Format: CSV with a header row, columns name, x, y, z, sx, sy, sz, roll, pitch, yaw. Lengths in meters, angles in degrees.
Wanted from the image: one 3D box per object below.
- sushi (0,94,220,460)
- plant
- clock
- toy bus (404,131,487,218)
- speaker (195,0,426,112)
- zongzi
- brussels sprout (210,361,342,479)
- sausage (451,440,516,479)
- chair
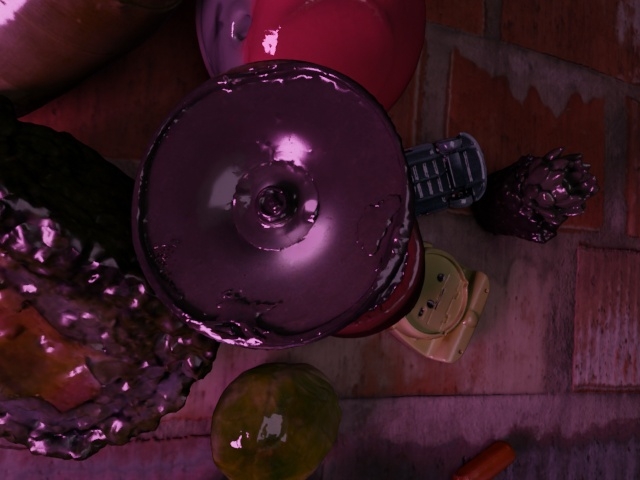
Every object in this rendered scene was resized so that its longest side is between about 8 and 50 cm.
name,x,y,z,sx,sy,sz,roll,pitch,yaw
sushi,-0.285,0.061,0.550,0.294,0.178,0.352,-42,116,15
plant,0.355,-0.071,0.905,0.129,0.194,0.132,48,69,-11
clock,0.157,0.081,0.872,0.232,0.069,0.170,33,75,-21
toy bus,0.123,-0.085,0.834,0.265,0.120,0.121,-19,97,-23
speaker,-0.020,-0.271,0.684,0.295,0.294,0.293,1,87,-25
zongzi,-0.293,-0.287,0.651,0.356,0.392,0.174,-32,110,16
brussels sprout,-0.060,0.242,0.724,0.162,0.143,0.180,35,49,0
sausage,0.280,0.393,0.934,0.131,0.041,0.039,-22,102,-24
chair,0.000,0.000,0.590,0.227,0.401,0.226,-2,80,12
